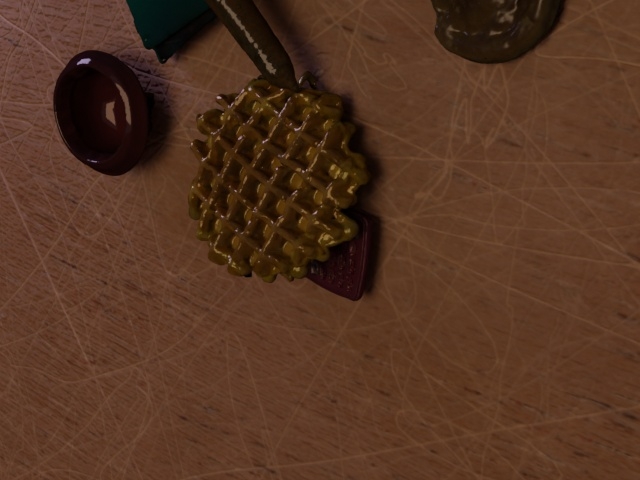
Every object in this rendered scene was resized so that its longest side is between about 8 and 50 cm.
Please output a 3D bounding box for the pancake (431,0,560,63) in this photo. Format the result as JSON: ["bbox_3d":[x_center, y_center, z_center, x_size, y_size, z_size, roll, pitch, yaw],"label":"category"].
[{"bbox_3d":[0.192,-0.329,1.679,0.222,0.042,0.236,-3,96,45],"label":"pancake"}]

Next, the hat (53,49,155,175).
[{"bbox_3d":[-0.324,-0.198,2.153,0.205,0.089,0.205,12,110,37],"label":"hat"}]

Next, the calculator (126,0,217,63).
[{"bbox_3d":[-0.212,-0.428,2.018,0.248,0.058,0.274,-29,84,41],"label":"calculator"}]

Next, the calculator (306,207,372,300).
[{"bbox_3d":[0.000,0.000,1.928,0.190,0.034,0.126,24,113,41],"label":"calculator"}]

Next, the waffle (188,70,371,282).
[{"bbox_3d":[-0.066,-0.090,1.917,0.329,0.062,0.329,-6,81,41],"label":"waffle"}]

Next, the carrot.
[{"bbox_3d":[-0.128,-0.334,1.894,0.342,0.070,0.070,54,129,14],"label":"carrot"}]
